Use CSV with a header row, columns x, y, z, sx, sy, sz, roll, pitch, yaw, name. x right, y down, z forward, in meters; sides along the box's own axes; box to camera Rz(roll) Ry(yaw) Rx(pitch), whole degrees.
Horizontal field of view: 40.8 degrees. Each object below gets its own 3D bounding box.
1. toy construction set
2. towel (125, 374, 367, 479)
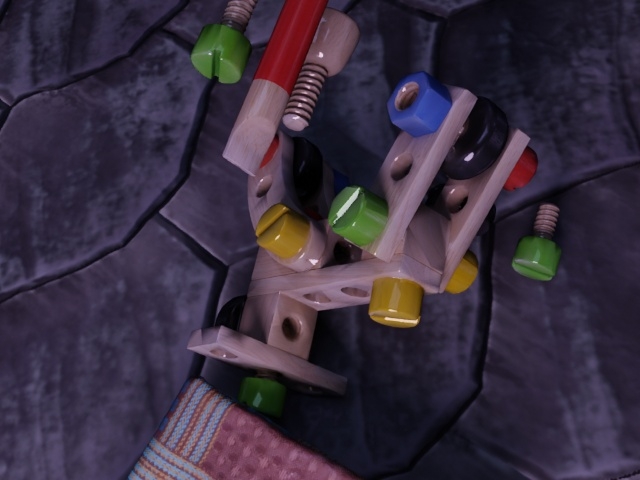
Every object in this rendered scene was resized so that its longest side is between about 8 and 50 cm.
x,y,z,sx,sy,sz,roll,pitch,yaw,name
0.000,0.000,0.595,0.258,0.309,0.237,9,68,28,toy construction set
-0.077,0.303,0.532,0.271,0.040,0.370,26,82,25,towel
